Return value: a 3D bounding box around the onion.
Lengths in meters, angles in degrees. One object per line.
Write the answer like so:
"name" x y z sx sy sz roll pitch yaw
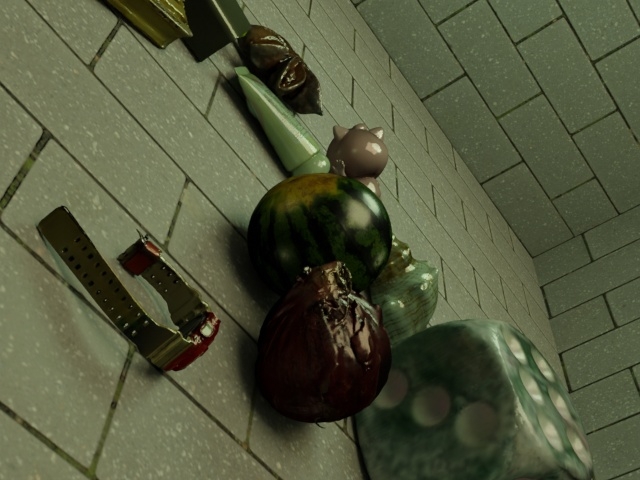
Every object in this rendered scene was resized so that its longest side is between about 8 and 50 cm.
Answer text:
"onion" 0.018 0.186 1.412 0.281 0.221 0.281 -5 95 -62

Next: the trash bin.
"trash bin" -0.264 -0.520 1.809 0.240 0.122 0.164 56 21 -16

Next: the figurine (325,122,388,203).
"figurine" 0.084 -0.145 2.120 0.176 0.186 0.287 -10 92 -28

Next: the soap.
"soap" -0.350 -0.477 1.619 0.233 0.076 0.135 34 33 -51

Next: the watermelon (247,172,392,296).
"watermelon" -0.003 -0.004 1.546 0.269 0.269 0.269 47 25 -30

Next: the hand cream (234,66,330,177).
"hand cream" -0.091 -0.262 1.904 0.306 0.093 0.147 56 12 -7

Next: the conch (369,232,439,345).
"conch" 0.204 0.134 1.979 0.203 0.169 0.386 -22 81 -43

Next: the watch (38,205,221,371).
"watch" -0.252 0.058 1.167 0.268 0.102 0.165 51 15 0

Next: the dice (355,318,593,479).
"dice" 0.291 0.367 1.622 0.330 0.348 0.328 40 28 -45

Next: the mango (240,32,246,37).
"mango" -0.229 -0.523 1.953 0.165 0.074 0.091 50 -13 25

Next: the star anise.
"star anise" -0.082 -0.401 2.053 0.315 0.108 0.315 52 7 -9
